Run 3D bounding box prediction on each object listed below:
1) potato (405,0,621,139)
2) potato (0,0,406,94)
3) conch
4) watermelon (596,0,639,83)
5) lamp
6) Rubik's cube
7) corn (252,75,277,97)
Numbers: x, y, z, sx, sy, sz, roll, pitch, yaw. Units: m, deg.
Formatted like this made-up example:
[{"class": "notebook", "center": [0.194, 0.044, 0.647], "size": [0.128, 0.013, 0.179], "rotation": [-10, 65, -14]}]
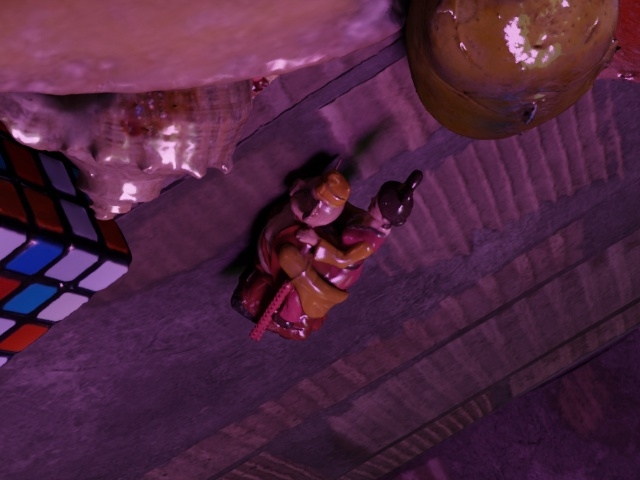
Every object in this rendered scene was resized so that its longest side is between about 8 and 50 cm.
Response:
[{"class": "potato", "center": [0.152, -0.160, 0.974], "size": [0.169, 0.143, 0.248], "rotation": [8, 161, 0]}, {"class": "potato", "center": [-0.112, -0.184, 0.596], "size": [0.264, 0.211, 0.189], "rotation": [-18, 161, 5]}, {"class": "conch", "center": [-0.119, -0.135, 0.699], "size": [0.178, 0.163, 0.245], "rotation": [5, 103, -49]}, {"class": "watermelon", "center": [0.322, -0.219, 1.044], "size": [0.256, 0.176, 0.260], "rotation": [-27, 134, 1]}, {"class": "lamp", "center": [0.000, 0.000, 1.188], "size": [0.118, 0.118, 0.253], "rotation": [-14, 154, -33]}, {"class": "Rubik's cube", "center": [-0.256, -0.022, 0.732], "size": [0.184, 0.187, 0.182], "rotation": [-33, 158, 13]}, {"class": "corn", "center": [-0.127, -0.097, 0.850], "size": [0.290, 0.098, 0.098], "rotation": [-36, 157, 18]}]
